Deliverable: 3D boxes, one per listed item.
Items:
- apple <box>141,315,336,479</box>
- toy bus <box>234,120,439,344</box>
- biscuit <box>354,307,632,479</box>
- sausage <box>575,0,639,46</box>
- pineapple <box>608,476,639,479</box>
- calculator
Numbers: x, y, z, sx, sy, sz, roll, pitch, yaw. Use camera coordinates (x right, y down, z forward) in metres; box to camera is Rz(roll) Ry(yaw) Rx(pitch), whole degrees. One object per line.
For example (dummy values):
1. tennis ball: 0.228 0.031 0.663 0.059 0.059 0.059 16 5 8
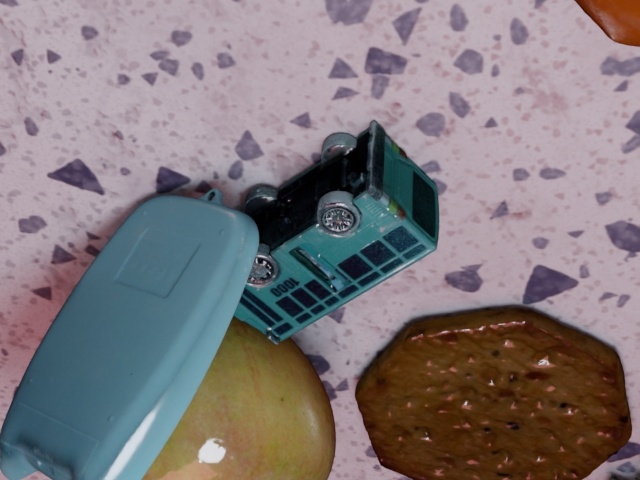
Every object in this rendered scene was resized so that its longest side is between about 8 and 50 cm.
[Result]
1. apple: -0.147 0.210 1.607 0.319 0.277 0.319 -9 155 -4
2. toy bus: 0.000 0.000 1.507 0.256 0.128 0.147 -33 121 29
3. biscuit: 0.220 0.215 1.721 0.359 0.046 0.359 4 131 5
4. sausage: 0.272 -0.283 1.193 0.268 0.153 0.141 44 157 -28
5. pineapple: 0.481 0.317 1.733 0.248 0.128 0.128 -25 124 35
6. calculator: -0.208 0.105 1.470 0.256 0.386 0.054 13 158 47
